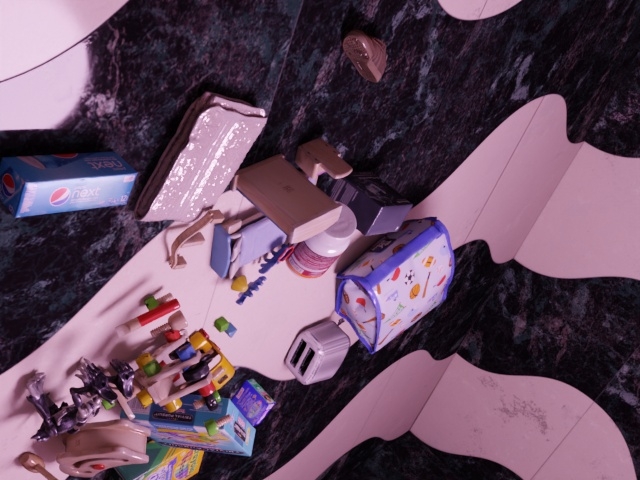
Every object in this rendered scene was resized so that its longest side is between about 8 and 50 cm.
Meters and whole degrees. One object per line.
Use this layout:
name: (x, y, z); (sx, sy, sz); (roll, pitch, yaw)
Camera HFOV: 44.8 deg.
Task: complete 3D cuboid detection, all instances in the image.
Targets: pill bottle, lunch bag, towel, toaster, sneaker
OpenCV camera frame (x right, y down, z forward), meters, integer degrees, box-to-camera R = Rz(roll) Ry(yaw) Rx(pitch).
pill bottle: (0.000, 0.000, 1.878); (0.121, 0.121, 0.221); (-31, 169, -32)
lunch bag: (0.224, 0.115, 2.346); (0.328, 0.239, 0.385); (-37, 160, -18)
towel: (-0.223, -0.148, 1.480); (0.187, 0.049, 0.282); (1, 126, -57)
toaster: (-0.007, 0.349, 2.435); (0.146, 0.129, 0.227); (-13, 139, -48)
sneaker: (0.097, -0.404, 1.624); (0.071, 0.066, 0.188); (-63, 161, -7)

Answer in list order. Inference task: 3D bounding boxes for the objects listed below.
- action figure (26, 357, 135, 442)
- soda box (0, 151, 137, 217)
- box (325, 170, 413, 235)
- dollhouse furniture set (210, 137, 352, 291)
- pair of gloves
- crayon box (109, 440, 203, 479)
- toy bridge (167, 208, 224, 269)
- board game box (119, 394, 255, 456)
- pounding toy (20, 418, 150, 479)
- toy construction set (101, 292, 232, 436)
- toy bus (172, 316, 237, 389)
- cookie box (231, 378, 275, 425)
action figure: (-0.509, 0.319, 1.602); (0.276, 0.141, 0.164); (-31, 173, 30)
soda box: (-0.404, -0.094, 1.244); (0.210, 0.071, 0.067); (-12, 136, -51)
box: (0.121, -0.097, 1.965); (0.156, 0.158, 0.093); (-9, 135, -54)
dollhouse furniture set: (-0.065, -0.019, 1.737); (0.286, 0.198, 0.303); (-27, 148, -36)
pair of gloves: (-0.139, 0.079, 1.858); (0.198, 0.023, 0.159); (-48, -171, -17)
crayon box: (-0.442, 0.633, 2.206); (0.323, 0.083, 0.203); (-26, 147, -40)
toy bridge: (-0.267, -0.001, 1.591); (0.063, 0.026, 0.188); (-10, 152, -47)
board game box: (-0.320, 0.461, 1.944); (0.336, 0.254, 0.079); (76, 20, -63)
pounding toy: (-0.522, 0.510, 1.761); (0.270, 0.154, 0.154); (-9, 146, 8)
toy construction set: (-0.379, 0.282, 1.691); (0.237, 0.257, 0.308); (-26, 128, -16)
toy bus: (-0.287, 0.306, 1.959); (0.202, 0.104, 0.191); (-15, 139, -50)
cookie box: (-0.204, 0.487, 2.343); (0.092, 0.107, 0.040); (-54, 155, 14)
